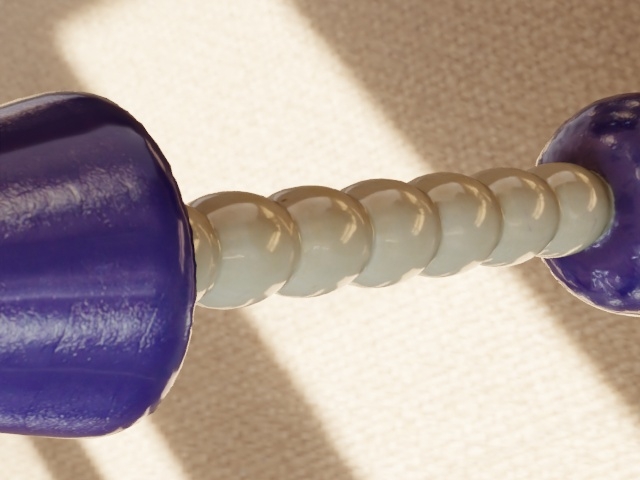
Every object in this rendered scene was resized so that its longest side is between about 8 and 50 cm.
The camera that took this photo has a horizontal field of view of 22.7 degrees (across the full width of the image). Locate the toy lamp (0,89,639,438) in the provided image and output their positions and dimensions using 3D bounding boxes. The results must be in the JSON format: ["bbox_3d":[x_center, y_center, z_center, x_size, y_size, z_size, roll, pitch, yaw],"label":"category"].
[{"bbox_3d":[0.000,0.000,0.402,0.080,0.274,0.080,4,96,45],"label":"toy lamp"}]
